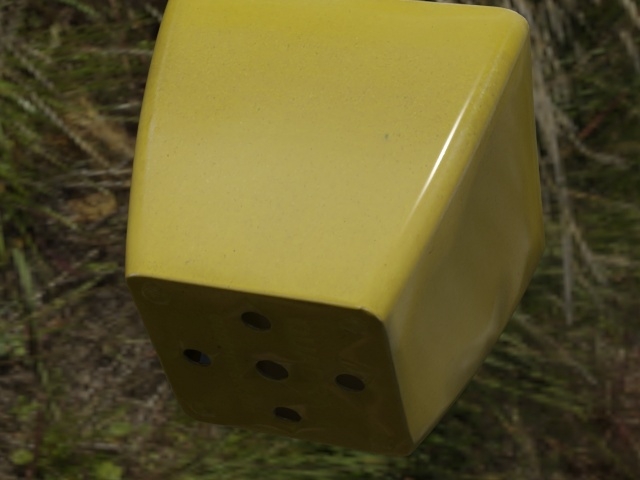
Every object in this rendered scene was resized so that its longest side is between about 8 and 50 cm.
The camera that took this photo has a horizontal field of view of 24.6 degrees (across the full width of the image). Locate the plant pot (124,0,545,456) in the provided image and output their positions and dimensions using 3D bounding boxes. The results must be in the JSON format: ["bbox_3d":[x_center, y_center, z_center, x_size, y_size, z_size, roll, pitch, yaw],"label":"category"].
[{"bbox_3d":[0.000,0.000,0.842,0.212,0.212,0.187,76,29,-49],"label":"plant pot"}]
